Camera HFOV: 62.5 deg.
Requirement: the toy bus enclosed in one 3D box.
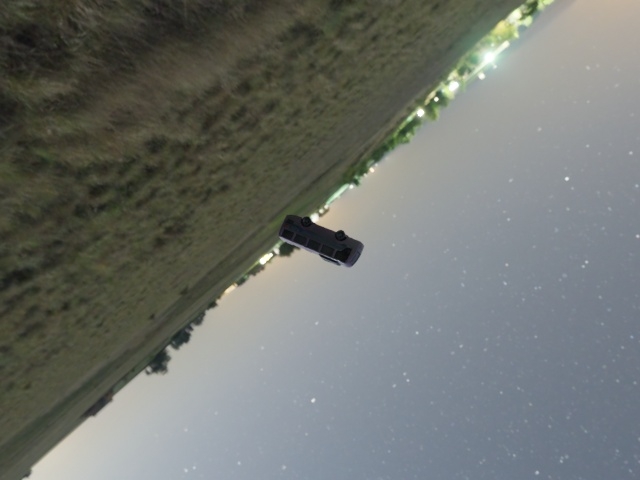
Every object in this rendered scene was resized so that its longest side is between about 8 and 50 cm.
[{"bbox_3d":[0.000,0.000,0.815,0.052,0.131,0.037,-65,161,-8],"label":"toy bus"}]
